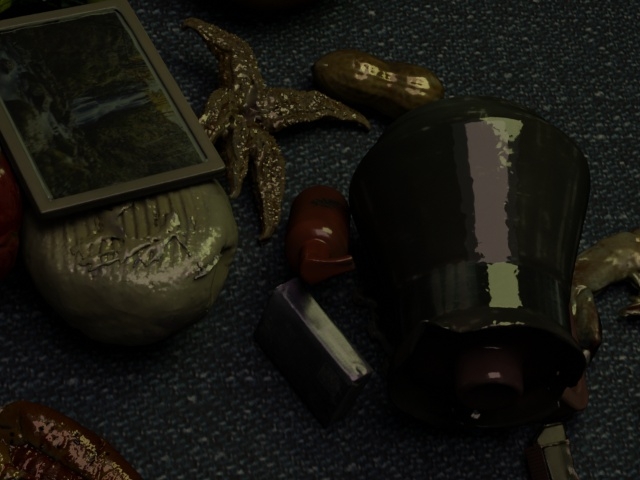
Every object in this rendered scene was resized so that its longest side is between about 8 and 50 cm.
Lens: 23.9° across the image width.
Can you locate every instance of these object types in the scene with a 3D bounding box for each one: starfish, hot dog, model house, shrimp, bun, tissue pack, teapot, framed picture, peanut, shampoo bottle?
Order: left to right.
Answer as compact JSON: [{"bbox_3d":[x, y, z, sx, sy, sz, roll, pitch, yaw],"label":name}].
[{"bbox_3d":[-0.271,0.280,1.664,0.268,0.075,0.144,36,55,12],"label":"hot dog"},{"bbox_3d":[-0.285,-0.168,1.839,0.240,0.020,0.324,-14,54,-24],"label":"framed picture"},{"bbox_3d":[-0.230,0.013,1.818,0.272,0.168,0.273,2,48,-3],"label":"bun"},{"bbox_3d":[-0.091,-0.131,2.013,0.301,0.084,0.294,33,43,-16],"label":"starfish"},{"bbox_3d":[-0.011,0.135,1.831,0.051,0.112,0.156,-27,68,-33],"label":"tissue pack"},{"bbox_3d":[-0.002,0.000,1.877,0.085,0.085,0.244,18,17,-6],"label":"shampoo bottle"},{"bbox_3d":[0.080,-0.221,2.136,0.192,0.089,0.089,18,52,-2],"label":"peanut"},{"bbox_3d":[0.210,0.052,1.873,0.376,0.305,0.362,37,41,-41],"label":"teapot"},{"bbox_3d":[0.284,0.269,1.878,0.058,0.057,0.083,-15,79,3],"label":"model house"},{"bbox_3d":[0.438,0.117,2.024,0.246,0.085,0.360,12,49,1],"label":"shrimp"}]

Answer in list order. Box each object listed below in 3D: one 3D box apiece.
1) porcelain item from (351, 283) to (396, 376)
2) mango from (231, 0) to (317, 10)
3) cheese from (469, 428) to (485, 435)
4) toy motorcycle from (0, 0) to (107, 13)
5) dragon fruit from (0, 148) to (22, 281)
[{"bbox_3d":[0.096,0.113,1.942,0.075,0.021,0.136,-7,59,-28],"label":"porcelain item"},{"bbox_3d":[-0.037,-0.472,2.197,0.263,0.221,0.378,35,44,12],"label":"mango"},{"bbox_3d":[0.189,0.197,1.915,0.047,0.017,0.111,6,54,-18],"label":"cheese"},{"bbox_3d":[-0.426,-0.342,2.015,0.342,0.142,0.206,7,48,-14],"label":"toy motorcycle"},{"bbox_3d":[-0.460,-0.041,1.726,0.244,0.244,0.299,5,71,-15],"label":"dragon fruit"}]
